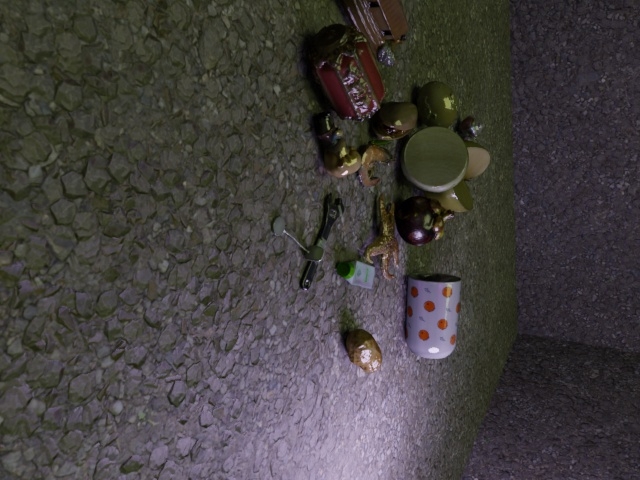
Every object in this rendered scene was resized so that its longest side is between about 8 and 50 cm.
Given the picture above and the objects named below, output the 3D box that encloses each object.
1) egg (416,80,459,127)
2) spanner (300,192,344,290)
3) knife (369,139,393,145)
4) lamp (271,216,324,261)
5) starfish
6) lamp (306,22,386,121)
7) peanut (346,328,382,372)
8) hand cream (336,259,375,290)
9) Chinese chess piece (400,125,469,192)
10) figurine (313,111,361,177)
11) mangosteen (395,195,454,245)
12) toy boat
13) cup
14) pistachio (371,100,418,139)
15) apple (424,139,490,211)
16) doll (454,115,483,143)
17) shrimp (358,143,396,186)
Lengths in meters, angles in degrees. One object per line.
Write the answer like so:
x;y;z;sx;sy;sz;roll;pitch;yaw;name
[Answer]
0.458;-0.530;2.113;0.201;0.165;0.164;58;46;-38;egg
0.000;0.000;1.567;0.087;0.024;0.315;49;55;-48;spanner
0.217;-0.343;1.871;0.184;0.022;0.026;-22;143;-56;knife
-0.061;-0.003;1.439;0.198;0.056;0.050;42;62;-49;lamp
0.241;-0.011;1.910;0.299;0.060;0.302;10;83;-59;starfish
0.075;-0.458;1.484;0.274;0.177;0.177;57;48;-46;lamp
0.145;0.373;1.788;0.108;0.095;0.226;-53;143;-18;peanut
0.129;0.113;1.779;0.079;0.050;0.275;-57;153;6;hand cream
0.425;-0.301;2.004;0.101;0.251;0.250;53;45;-82;Chinese chess piece
0.042;-0.273;1.530;0.108;0.114;0.195;-33;114;-24;figurine
0.393;-0.075;2.012;0.192;0.217;0.192;9;80;-64;mangosteen
0.154;-0.693;1.585;0.445;0.162;0.135;42;62;-53;toy boat
0.451;0.302;2.163;0.212;0.213;0.316;-8;101;-58;cup
0.254;-0.413;1.832;0.206;0.131;0.129;-36;166;-46;pistachio
0.528;-0.270;2.191;0.258;0.234;0.294;11;95;-43;apple
0.703;-0.459;2.542;0.151;0.151;0.287;39;58;-54;doll
0.192;-0.254;1.825;0.251;0.052;0.143;-6;110;-51;shrimp
